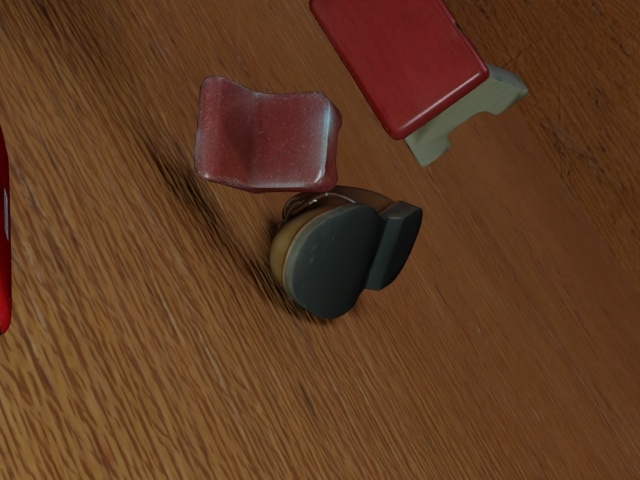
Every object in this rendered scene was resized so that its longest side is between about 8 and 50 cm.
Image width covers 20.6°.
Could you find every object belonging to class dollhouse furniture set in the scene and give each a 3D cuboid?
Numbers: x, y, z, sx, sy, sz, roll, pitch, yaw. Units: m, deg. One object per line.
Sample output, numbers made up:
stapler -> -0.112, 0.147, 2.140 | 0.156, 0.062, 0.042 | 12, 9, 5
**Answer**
dollhouse furniture set -> -0.075, -0.186, 1.020 | 0.374, 0.201, 0.152 | 59, 14, 22

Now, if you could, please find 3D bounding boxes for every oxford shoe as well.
oxford shoe -> 0.000, 0.000, 1.125 | 0.076, 0.076, 0.212 | 24, 10, 14

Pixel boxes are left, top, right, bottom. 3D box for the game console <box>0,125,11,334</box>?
game console -> -0.175, -0.040, 0.695 | 0.144, 0.085, 0.124 | -106, -174, -57
